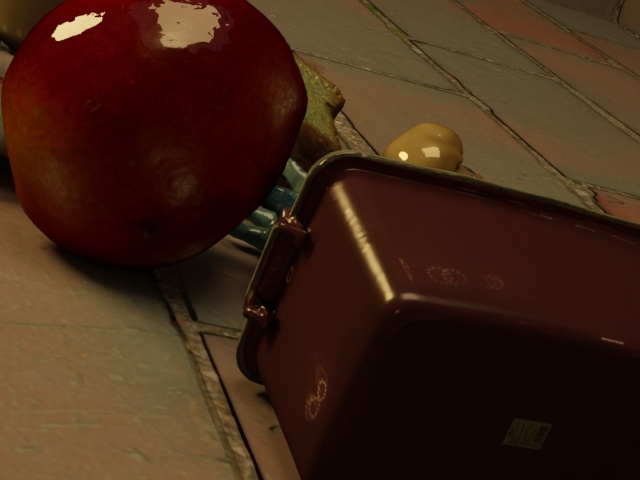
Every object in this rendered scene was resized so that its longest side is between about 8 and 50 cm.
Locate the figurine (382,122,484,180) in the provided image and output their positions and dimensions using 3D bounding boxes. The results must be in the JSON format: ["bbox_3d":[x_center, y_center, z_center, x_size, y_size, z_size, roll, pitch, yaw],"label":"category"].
[{"bbox_3d":[0.145,-0.035,1.398,0.196,0.108,0.114,32,57,12],"label":"figurine"}]

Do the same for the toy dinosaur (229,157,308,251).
[{"bbox_3d":[-0.021,-0.017,1.213,0.144,0.076,0.329,33,14,14],"label":"toy dinosaur"}]

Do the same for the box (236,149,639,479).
[{"bbox_3d":[0.107,0.078,0.910,0.294,0.193,0.167,13,25,-21],"label":"box"}]

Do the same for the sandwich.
[{"bbox_3d":[-0.090,-0.163,1.422,0.254,0.099,0.288,41,15,-13],"label":"sandwich"}]

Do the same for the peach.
[{"bbox_3d":[-0.127,-0.096,1.082,0.243,0.243,0.199,28,-17,21],"label":"peach"}]

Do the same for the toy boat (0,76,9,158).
[{"bbox_3d":[-0.263,-0.100,1.209,0.282,0.096,0.206,30,13,-10],"label":"toy boat"}]

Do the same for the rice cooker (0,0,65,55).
[{"bbox_3d":[-0.205,-0.211,1.279,0.206,0.127,0.145,23,18,-1],"label":"rice cooker"}]
